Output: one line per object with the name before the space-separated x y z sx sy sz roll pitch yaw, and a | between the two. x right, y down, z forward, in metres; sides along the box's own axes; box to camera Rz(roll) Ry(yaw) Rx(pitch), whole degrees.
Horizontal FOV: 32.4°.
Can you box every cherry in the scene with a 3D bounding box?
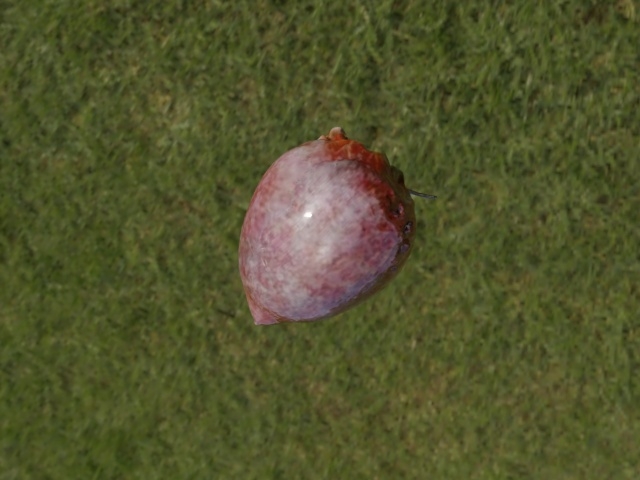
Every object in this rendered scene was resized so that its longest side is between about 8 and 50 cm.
cherry | 0.000 0.000 1.266 0.192 0.175 0.249 36 98 -22
